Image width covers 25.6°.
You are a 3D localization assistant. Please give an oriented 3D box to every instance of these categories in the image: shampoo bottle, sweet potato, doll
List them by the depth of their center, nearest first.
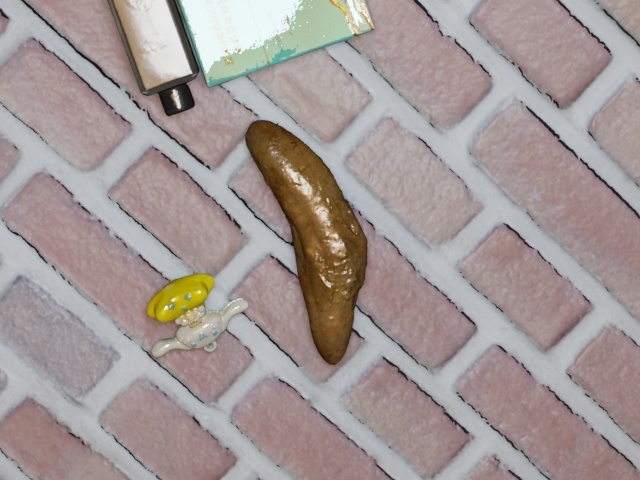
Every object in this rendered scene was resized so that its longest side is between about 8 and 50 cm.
[{"bbox_3d":[-0.217,-0.278,1.768,0.080,0.079,0.246,-19,100,0],"label":"shampoo bottle"},{"bbox_3d":[0.003,-0.003,1.826,0.114,0.092,0.341,-14,101,24],"label":"sweet potato"},{"bbox_3d":[-0.175,0.104,1.851,0.113,0.071,0.135,35,103,-27],"label":"doll"}]

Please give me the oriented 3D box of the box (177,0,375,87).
[{"bbox_3d":[-0.062,-0.307,1.788,0.229,0.041,0.162,-20,101,-3],"label":"box"}]
